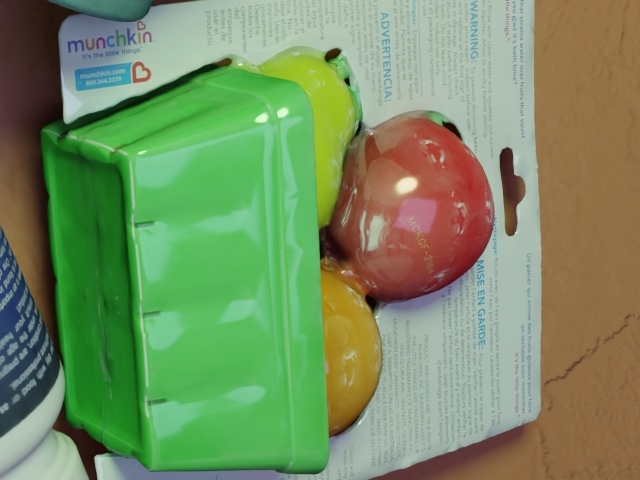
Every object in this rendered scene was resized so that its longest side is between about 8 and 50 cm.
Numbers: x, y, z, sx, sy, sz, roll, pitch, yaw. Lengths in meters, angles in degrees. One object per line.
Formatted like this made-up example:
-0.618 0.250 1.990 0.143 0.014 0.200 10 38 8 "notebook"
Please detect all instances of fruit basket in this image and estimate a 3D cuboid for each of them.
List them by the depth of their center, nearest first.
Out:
0.000 0.000 1.094 0.353 0.165 0.327 -17 110 -40 "fruit basket"

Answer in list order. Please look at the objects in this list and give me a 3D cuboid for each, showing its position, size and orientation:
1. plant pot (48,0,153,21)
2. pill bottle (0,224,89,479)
-0.114 -0.262 0.896 0.271 0.272 0.255 22 105 -30 "plant pot"
-0.230 0.054 0.960 0.153 0.153 0.265 -29 114 -19 "pill bottle"
